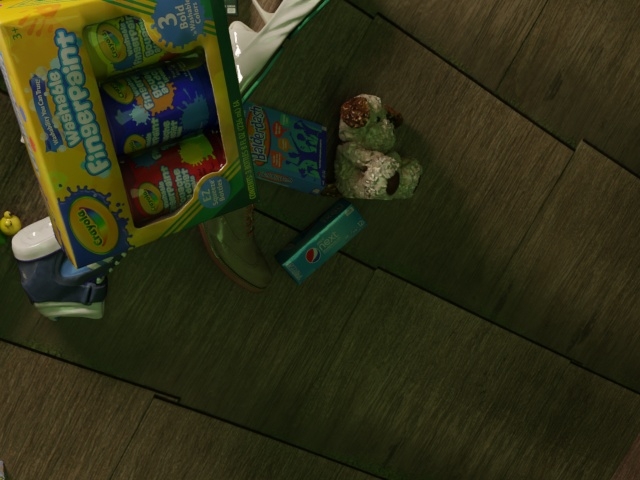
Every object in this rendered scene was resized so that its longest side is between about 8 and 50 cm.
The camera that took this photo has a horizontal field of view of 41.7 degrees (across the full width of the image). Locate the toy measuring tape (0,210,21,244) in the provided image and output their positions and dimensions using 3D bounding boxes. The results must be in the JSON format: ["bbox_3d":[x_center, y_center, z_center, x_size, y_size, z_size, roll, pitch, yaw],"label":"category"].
[{"bbox_3d":[-0.747,-0.027,1.607,0.330,0.121,0.121,-4,107,-18],"label":"toy measuring tape"}]

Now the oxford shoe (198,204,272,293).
[{"bbox_3d":[-0.184,-0.037,1.780,0.130,0.123,0.348,-24,116,18],"label":"oxford shoe"}]

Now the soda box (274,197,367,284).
[{"bbox_3d":[0.000,0.000,1.905,0.210,0.071,0.067,-41,114,-4],"label":"soda box"}]

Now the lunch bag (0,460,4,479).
[{"bbox_3d":[-0.721,0.519,1.811,0.053,0.071,0.083,38,89,-29],"label":"lunch bag"}]

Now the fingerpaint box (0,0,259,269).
[{"bbox_3d":[-0.332,-0.224,1.477,0.371,0.163,0.444,-22,123,-23],"label":"fingerpaint box"}]

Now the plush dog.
[{"bbox_3d":[0.098,-0.204,1.827,0.211,0.262,0.225,3,95,22],"label":"plush dog"}]

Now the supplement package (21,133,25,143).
[{"bbox_3d":[-0.500,-0.228,1.599,0.105,0.179,0.105,22,99,-24],"label":"supplement package"}]

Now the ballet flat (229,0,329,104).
[{"bbox_3d":[-0.110,-0.431,1.714,0.139,0.139,0.400,42,83,-25],"label":"ballet flat"}]

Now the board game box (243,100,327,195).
[{"bbox_3d":[-0.089,-0.197,1.777,0.210,0.047,0.160,14,59,-23],"label":"board game box"}]

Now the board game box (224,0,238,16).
[{"bbox_3d":[-0.257,-0.512,1.683,0.186,0.026,0.126,-5,107,-18],"label":"board game box"}]

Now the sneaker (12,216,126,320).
[{"bbox_3d":[-0.456,0.042,1.744,0.323,0.130,0.236,-24,127,-20],"label":"sneaker"}]
